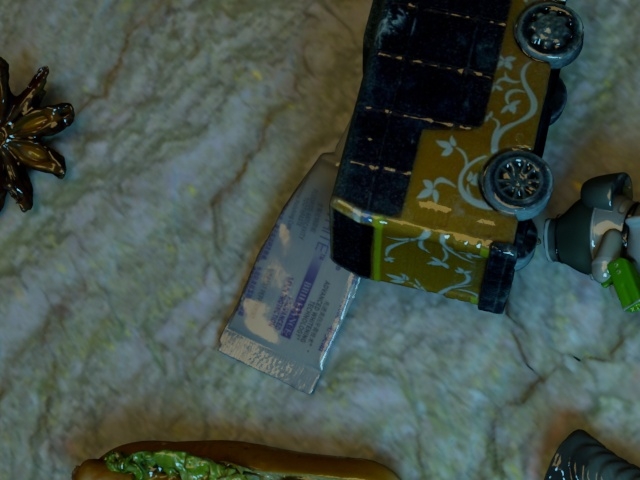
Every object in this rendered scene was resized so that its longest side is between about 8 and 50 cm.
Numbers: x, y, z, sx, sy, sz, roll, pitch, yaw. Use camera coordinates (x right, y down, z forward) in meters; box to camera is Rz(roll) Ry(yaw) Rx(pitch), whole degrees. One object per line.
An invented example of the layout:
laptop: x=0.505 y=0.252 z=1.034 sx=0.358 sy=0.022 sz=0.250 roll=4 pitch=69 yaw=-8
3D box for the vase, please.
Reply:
vase: x=0.311 y=0.243 z=1.416 sx=0.237 sy=0.115 sz=0.115 roll=24 pitch=85 yaw=27

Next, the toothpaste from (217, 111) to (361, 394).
toothpaste: x=-0.001 y=-0.001 z=1.599 sx=0.099 sy=0.068 sz=0.282 roll=26 pitch=92 yaw=49

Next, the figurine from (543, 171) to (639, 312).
figurine: x=0.297 y=0.001 z=1.465 sx=0.192 sy=0.147 sz=0.126 roll=-3 pitch=90 yaw=30

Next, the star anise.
star anise: x=-0.362 y=-0.123 z=1.727 sx=0.234 sy=0.073 sz=0.177 roll=27 pitch=94 yaw=5

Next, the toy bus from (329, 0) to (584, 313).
toy bus: x=0.125 y=-0.119 z=1.491 sx=0.194 sy=0.162 sz=0.323 roll=12 pitch=69 yaw=6

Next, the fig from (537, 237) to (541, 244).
fig: x=0.165 y=0.008 z=1.547 sx=0.083 sy=0.050 sz=0.050 roll=-8 pitch=74 yaw=5

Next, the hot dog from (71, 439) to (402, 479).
hot dog: x=-0.083 y=0.254 z=1.535 sx=0.337 sy=0.100 sz=0.135 roll=5 pitch=79 yaw=18
